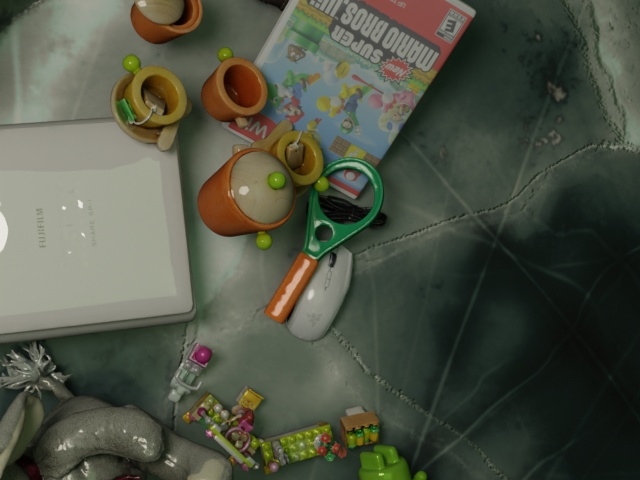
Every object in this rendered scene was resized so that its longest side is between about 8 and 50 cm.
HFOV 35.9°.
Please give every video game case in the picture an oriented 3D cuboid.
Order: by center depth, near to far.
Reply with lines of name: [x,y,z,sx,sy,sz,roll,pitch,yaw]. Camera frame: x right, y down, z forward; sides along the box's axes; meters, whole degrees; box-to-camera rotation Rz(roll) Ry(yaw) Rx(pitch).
video game case: [0.031,-0.215,1.232,0.204,0.025,0.285,28,111,-13]

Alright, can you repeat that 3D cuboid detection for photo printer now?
photo printer: [-0.312,-0.014,1.160,0.307,0.107,0.256,-5,88,-15]

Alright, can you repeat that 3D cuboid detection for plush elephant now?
plush elephant: [-0.302,0.285,1.075,0.330,0.272,0.255,44,38,5]

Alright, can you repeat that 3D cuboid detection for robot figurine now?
robot figurine: [0.088,0.326,1.287,0.101,0.067,0.115,-16,94,-38]

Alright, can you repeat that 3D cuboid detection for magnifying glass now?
magnifying glass: [0.000,0.000,1.251,0.092,0.026,0.231,31,86,9]

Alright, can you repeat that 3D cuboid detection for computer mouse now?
computer mouse: [0.012,0.038,1.282,0.106,0.042,0.193,18,85,-15]

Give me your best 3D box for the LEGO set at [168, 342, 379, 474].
LEGO set: [-0.055,0.237,1.229,0.287,0.107,0.132,24,84,-13]

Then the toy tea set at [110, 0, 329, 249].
toy tea set: [-0.111,-0.155,1.130,0.336,0.124,0.200,50,53,-16]

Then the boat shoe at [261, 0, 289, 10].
boat shoe: [-0.035,-0.462,1.228,0.130,0.132,0.356,2,88,-15]
